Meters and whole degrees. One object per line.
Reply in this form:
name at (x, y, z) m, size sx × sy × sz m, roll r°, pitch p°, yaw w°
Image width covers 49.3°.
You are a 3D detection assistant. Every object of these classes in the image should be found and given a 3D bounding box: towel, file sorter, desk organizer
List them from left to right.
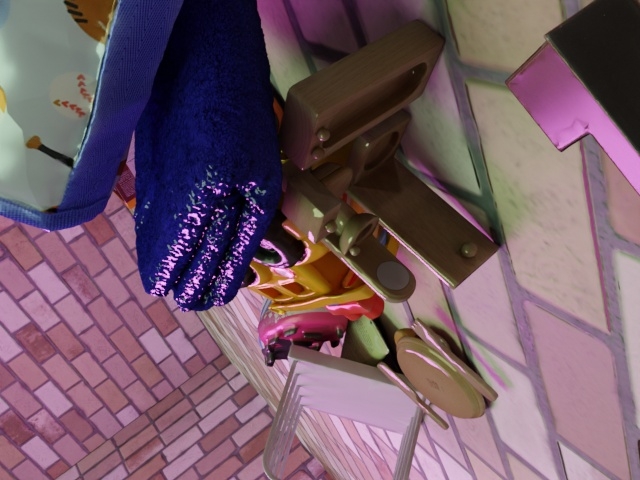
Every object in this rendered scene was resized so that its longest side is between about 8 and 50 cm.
towel at (-0.101, -0.122, 0.508) m, size 0.227 × 0.076 × 0.308 m, roll 120°, pitch 142°, yaw -59°
file sorter at (0.032, 0.289, 0.982) m, size 0.193 × 0.173 × 0.277 m, roll 15°, pitch 156°, yaw 8°
desk organizer at (0.148, -0.044, 0.319) m, size 0.130 × 0.047 × 0.050 m, roll 53°, pitch 167°, yaw 3°

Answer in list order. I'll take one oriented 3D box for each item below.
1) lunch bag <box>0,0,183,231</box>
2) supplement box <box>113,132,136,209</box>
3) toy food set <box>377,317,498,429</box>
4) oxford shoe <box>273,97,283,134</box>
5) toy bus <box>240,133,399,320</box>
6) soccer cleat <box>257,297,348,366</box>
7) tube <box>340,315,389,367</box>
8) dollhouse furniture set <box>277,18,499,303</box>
lunch bag at (-0.215, -0.239, 0.407) m, size 0.385 × 0.239 × 0.327 m, roll 45°, pitch 128°, yaw 20°
supplement box at (-0.431, -0.204, 1.494) m, size 0.191 × 0.129 × 0.194 m, roll 36°, pitch 156°, yaw 47°
toy food set at (0.136, 0.147, 0.790) m, size 0.132 × 0.038 × 0.192 m, roll 43°, pitch 157°, yaw 11°
oxford shoe at (-0.130, -0.186, 0.795) m, size 0.271 × 0.096 × 0.098 m, roll 40°, pitch -165°, yaw 20°
toy bus at (0.000, 0.000, 0.669) m, size 0.211 × 0.149 × 0.220 m, roll 39°, pitch 151°, yaw -22°
soccer cleat at (-0.040, 0.097, 1.018) m, size 0.331 × 0.116 × 0.143 m, roll 124°, pitch 146°, yaw -69°
tube at (0.061, 0.158, 0.984) m, size 0.070 × 0.062 × 0.240 m, roll 20°, pitch 153°, yaw 10°
dollhouse furniture set at (0.059, -0.037, 0.462) m, size 0.123 × 0.144 × 0.151 m, roll 44°, pitch 148°, yaw 17°
